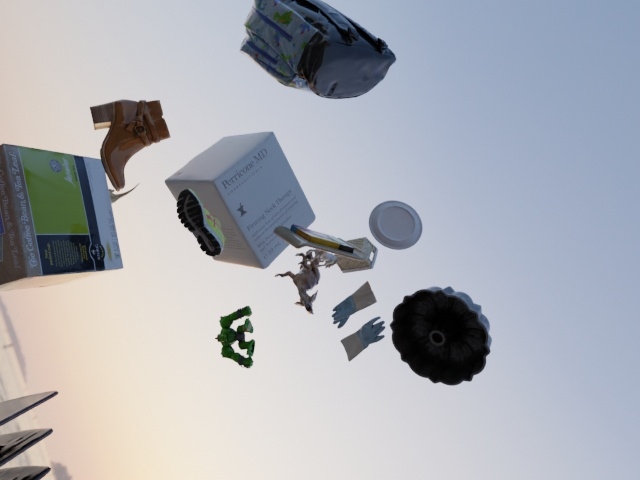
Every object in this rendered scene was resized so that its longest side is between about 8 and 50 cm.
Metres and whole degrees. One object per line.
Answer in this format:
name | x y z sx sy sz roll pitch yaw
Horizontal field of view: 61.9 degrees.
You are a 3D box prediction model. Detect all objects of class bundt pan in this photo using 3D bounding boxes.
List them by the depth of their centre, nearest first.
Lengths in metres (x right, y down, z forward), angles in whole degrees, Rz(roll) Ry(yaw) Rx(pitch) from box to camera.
bundt pan | 0.397 0.292 1.723 0.331 0.124 0.330 11 -69 30

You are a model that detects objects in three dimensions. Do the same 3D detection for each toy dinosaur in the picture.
toy dinosaur | -0.647 -0.129 1.649 0.093 0.183 0.053 21 -49 54
toy dinosaur | -0.049 0.162 2.165 0.127 0.295 0.200 -18 -69 39

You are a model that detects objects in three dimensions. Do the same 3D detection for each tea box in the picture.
tea box | -0.739 -0.050 1.409 0.220 0.324 0.328 -14 -95 20

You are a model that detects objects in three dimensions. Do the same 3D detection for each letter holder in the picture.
letter holder | -0.708 0.453 1.167 0.302 0.214 0.151 -18 -83 29

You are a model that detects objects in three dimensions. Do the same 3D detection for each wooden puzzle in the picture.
wooden puzzle | 0.000 0.000 1.655 0.221 0.239 0.044 32 -71 61

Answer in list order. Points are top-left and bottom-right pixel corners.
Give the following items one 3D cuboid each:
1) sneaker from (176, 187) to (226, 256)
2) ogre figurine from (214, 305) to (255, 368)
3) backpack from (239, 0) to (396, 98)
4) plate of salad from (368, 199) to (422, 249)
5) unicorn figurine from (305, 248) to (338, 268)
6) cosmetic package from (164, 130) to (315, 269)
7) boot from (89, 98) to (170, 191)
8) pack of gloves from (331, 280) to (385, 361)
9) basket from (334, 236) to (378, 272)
sneaker | -0.339 -0.057 1.538 0.082 0.094 0.208 -19 -74 20
ogre figurine | -0.279 0.321 1.768 0.118 0.097 0.196 -5 -76 20
backpack | -0.041 -0.493 1.326 0.355 0.290 0.273 54 -52 19
plate of salad | 0.273 -0.054 1.949 0.199 0.200 0.048 60 -16 18
unicorn figurine | 0.002 0.056 1.867 0.111 0.162 0.060 -20 -109 37
cosmetic package | -0.295 -0.151 2.010 0.328 0.329 0.393 7 -47 45
boot | -0.404 -0.212 1.164 0.073 0.153 0.197 -171 -110 -68
pack of gloves | 0.114 0.277 1.799 0.232 0.046 0.195 -45 -123 41
basket | 0.150 0.063 2.336 0.167 0.113 0.103 -12 -46 36
